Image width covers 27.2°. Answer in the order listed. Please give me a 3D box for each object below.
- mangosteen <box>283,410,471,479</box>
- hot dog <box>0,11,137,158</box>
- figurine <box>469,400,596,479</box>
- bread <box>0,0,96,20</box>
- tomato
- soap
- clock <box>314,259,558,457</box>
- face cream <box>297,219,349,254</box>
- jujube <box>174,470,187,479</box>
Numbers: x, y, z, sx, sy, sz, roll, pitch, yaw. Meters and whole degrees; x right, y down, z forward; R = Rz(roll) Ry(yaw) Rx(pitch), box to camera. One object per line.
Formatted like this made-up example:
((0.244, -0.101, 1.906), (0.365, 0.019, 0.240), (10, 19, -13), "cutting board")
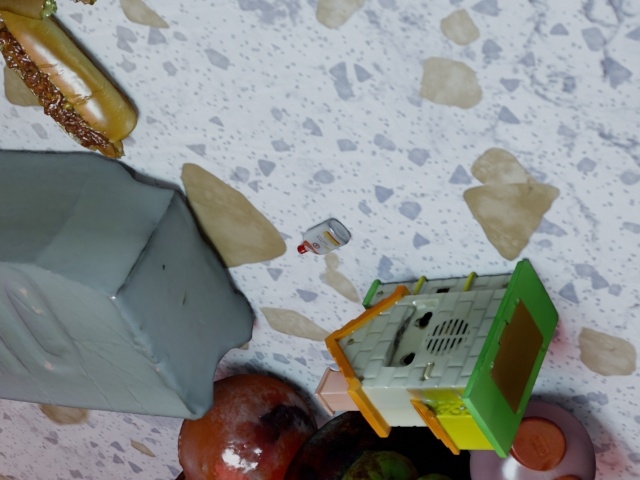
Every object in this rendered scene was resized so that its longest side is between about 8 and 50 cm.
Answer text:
((0.088, 0.369, 1.802), (0.311, 0.311, 0.311), (18, 141, 15), "mangosteen")
((-0.321, -0.195, 1.640), (0.102, 0.076, 0.249), (-19, 120, 40), "hot dog")
((0.275, 0.291, 1.728), (0.173, 0.173, 0.173), (18, 141, 15), "figurine")
((-0.355, -0.310, 1.541), (0.226, 0.049, 0.088), (16, 122, 16), "bread")
((-0.101, 0.299, 1.946), (0.184, 0.208, 0.208), (-12, 126, 32), "tomato")
((-0.357, 0.066, 1.849), (0.435, 0.213, 0.350), (2, 133, 30), "soap")
((0.131, 0.144, 1.610), (0.255, 0.219, 0.106), (-6, 131, 38), "clock")
((0.000, 0.000, 1.694), (0.040, 0.021, 0.083), (45, 140, -17), "face cream")
((-0.147, 0.450, 2.121), (0.213, 0.232, 0.213), (20, 143, 16), "jujube")
